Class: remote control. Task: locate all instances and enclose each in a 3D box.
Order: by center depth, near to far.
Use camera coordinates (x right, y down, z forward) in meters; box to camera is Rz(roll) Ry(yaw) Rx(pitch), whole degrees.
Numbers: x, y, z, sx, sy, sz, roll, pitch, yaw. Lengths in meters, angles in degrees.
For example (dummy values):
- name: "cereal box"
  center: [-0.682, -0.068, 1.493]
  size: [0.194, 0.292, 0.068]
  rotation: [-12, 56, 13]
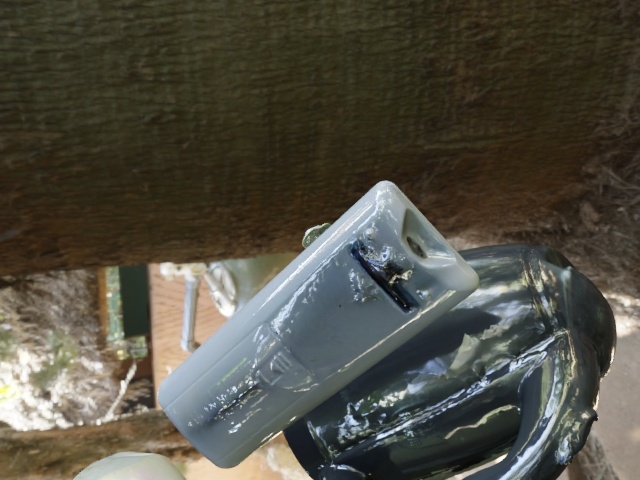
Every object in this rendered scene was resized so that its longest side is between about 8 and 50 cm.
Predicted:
- name: "remote control"
  center: [-0.024, 0.091, 0.505]
  size: [0.109, 0.055, 0.313]
  rotation: [48, 117, 1]

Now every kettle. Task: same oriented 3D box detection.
- name: "kettle"
  center: [0.128, 0.143, 0.598]
  size: [0.324, 0.228, 0.321]
  rotation: [-34, 16, 33]

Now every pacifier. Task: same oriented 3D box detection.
- name: "pacifier"
  center: [0.000, 0.000, 1.366]
  size: [0.064, 0.083, 0.068]
  rotation: [42, 138, 33]

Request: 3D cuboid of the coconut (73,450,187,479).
- name: "coconut"
  center: [-0.255, 0.418, 0.826]
  size: [0.241, 0.241, 0.241]
  rotation: [177, 90, -71]
